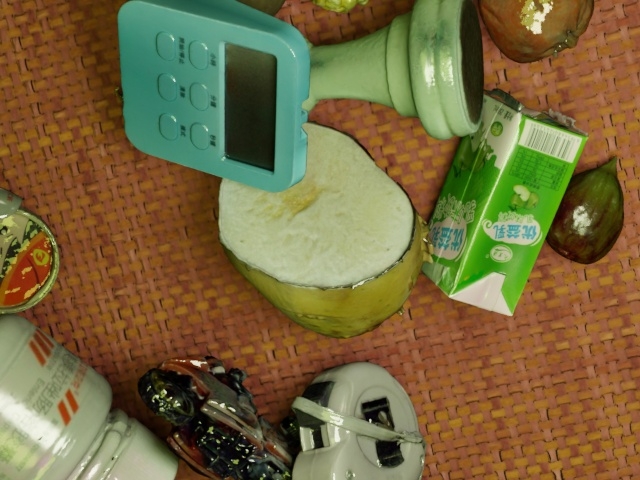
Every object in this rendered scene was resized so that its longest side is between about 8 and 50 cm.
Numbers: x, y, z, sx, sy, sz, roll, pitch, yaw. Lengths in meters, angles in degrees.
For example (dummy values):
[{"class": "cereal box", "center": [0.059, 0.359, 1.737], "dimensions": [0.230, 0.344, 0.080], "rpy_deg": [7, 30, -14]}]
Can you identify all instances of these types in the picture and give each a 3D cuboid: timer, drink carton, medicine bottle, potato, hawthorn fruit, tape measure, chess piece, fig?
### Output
[{"class": "timer", "center": [-0.130, -0.186, 1.638], "dimensions": [0.250, 0.091, 0.231], "rpy_deg": [24, 131, 28]}, {"class": "drink carton", "center": [0.230, -0.057, 1.723], "dimensions": [0.108, 0.161, 0.271], "rpy_deg": [18, 102, -19]}, {"class": "medicine bottle", "center": [-0.382, 0.284, 1.789], "dimensions": [0.325, 0.256, 0.256], "rpy_deg": [40, 101, -11]}, {"class": "potato", "center": [0.000, 0.000, 1.747], "dimensions": [0.246, 0.196, 0.299], "rpy_deg": [-36, 59, -14]}, {"class": "hawthorn fruit", "center": [0.264, -0.315, 1.683], "dimensions": [0.189, 0.149, 0.149], "rpy_deg": [41, 101, -8]}, {"class": "tape measure", "center": [0.052, 0.265, 1.785], "dimensions": [0.120, 0.236, 0.197], "rpy_deg": [-20, 81, 41]}, {"class": "chess piece", "center": [0.050, -0.221, 1.682], "dimensions": [0.299, 0.194, 0.194], "rpy_deg": [-2, 101, 18]}, {"class": "fig", "center": [0.364, -0.047, 1.758], "dimensions": [0.103, 0.109, 0.154], "rpy_deg": [28, 74, 20]}]

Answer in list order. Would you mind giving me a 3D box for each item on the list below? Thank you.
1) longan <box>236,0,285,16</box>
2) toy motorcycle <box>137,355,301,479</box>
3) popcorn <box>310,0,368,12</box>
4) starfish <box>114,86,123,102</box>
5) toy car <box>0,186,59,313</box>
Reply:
[{"class": "longan", "center": [-0.114, -0.361, 1.699], "dimensions": [0.167, 0.167, 0.187], "rpy_deg": [17, 81, 1]}, {"class": "toy motorcycle", "center": [-0.096, 0.283, 1.817], "dimensions": [0.401, 0.207, 0.134], "rpy_deg": [41, 103, -18]}, {"class": "popcorn", "center": [0.023, -0.355, 1.710], "dimensions": [0.106, 0.116, 0.120], "rpy_deg": [20, 64, 30]}, {"class": "starfish", "center": [-0.241, -0.211, 1.800], "dimensions": [0.078, 0.028, 0.091], "rpy_deg": [-37, 94, 4]}, {"class": "toy car", "center": [-0.473, 0.010, 1.819], "dimensions": [0.235, 0.145, 0.235], "rpy_deg": [-4, 103, -15]}]
